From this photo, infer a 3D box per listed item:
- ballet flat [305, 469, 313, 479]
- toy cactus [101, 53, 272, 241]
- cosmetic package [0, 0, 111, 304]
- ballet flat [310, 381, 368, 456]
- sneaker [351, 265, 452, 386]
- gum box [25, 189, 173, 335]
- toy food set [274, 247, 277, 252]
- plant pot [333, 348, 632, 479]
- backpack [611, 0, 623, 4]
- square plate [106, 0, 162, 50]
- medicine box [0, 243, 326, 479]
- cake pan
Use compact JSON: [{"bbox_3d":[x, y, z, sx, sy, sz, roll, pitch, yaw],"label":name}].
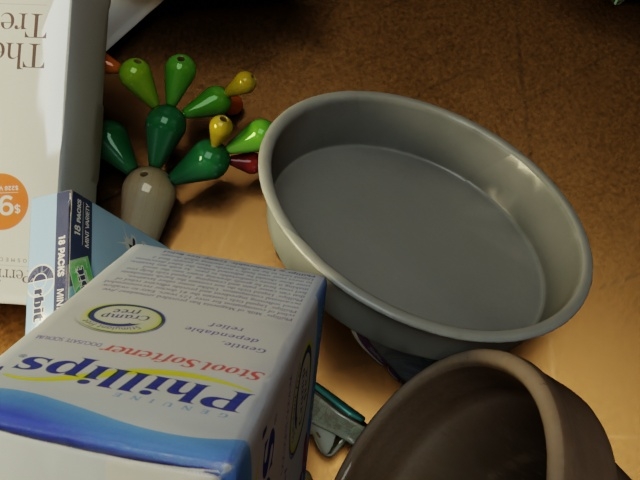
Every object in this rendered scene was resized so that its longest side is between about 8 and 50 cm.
[{"bbox_3d":[-0.116,0.198,0.811,0.232,0.080,0.073,14,43,4],"label":"ballet flat"},{"bbox_3d":[-0.151,-0.083,0.903,0.219,0.112,0.181,13,90,4],"label":"toy cactus"},{"bbox_3d":[-0.382,-0.096,0.844,0.377,0.097,0.284,3,91,8],"label":"cosmetic package"},{"bbox_3d":[0.029,0.171,0.817,0.168,0.057,0.052,32,84,12],"label":"ballet flat"},{"bbox_3d":[0.108,0.114,0.811,0.223,0.098,0.083,40,76,15],"label":"sneaker"},{"bbox_3d":[-0.166,0.065,0.790,0.041,0.184,0.157,-10,69,18],"label":"gum box"},{"bbox_3d":[0.000,0.000,0.896,0.083,0.020,0.083,9,71,4],"label":"toy food set"},{"bbox_3d":[0.150,0.242,0.690,0.229,0.263,0.263,33,71,-21],"label":"plant pot"},{"bbox_3d":[0.343,-0.328,0.929,0.144,0.166,0.188,36,79,11],"label":"backpack"},{"bbox_3d":[-0.284,-0.349,0.992,0.347,0.049,0.344,-43,74,-4],"label":"square plate"},{"bbox_3d":[-0.100,0.173,0.603,0.149,0.289,0.264,8,107,6],"label":"medicine box"},{"bbox_3d":[0.083,-0.015,0.815,0.293,0.054,0.293,14,42,-12],"label":"cake pan"}]
